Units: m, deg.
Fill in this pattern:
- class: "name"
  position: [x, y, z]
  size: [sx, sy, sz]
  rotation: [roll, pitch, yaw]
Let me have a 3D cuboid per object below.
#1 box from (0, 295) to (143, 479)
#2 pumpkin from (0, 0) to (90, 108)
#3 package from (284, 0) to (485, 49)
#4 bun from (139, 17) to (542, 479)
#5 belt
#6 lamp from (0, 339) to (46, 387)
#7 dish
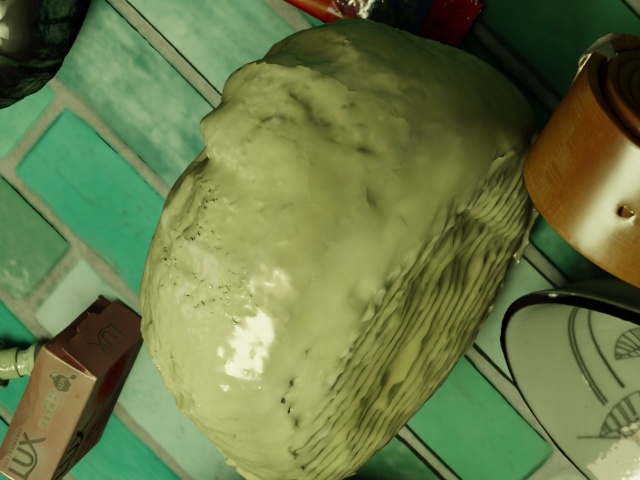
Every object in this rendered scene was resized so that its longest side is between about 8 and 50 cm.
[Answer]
- class: "box"
  position: [-0.216, 0.135, 1.409]
  size: [0.060, 0.111, 0.156]
  rotation: [30, 120, 8]
- class: "pumpkin"
  position: [-0.283, -0.198, 1.286]
  size: [0.202, 0.140, 0.202]
  rotation: [7, 110, 18]
- class: "package"
  position: [0.022, -0.193, 1.228]
  size: [0.200, 0.022, 0.083]
  rotation: [32, 119, 10]
- class: "bun"
  position: [0.000, 0.000, 1.141]
  size: [0.211, 0.360, 0.359]
  rotation: [31, 119, 18]
- class: "belt"
  position: [0.261, -0.041, 1.078]
  size: [0.261, 0.184, 0.105]
  rotation: [13, 127, -25]
- class: "lamp"
  position: [-0.315, 0.114, 1.463]
  size: [0.163, 0.091, 0.091]
  rotation: [-5, 109, 10]
- class: "dish"
  position: [0.281, 0.119, 1.156]
  size: [0.316, 0.106, 0.316]
  rotation: [38, 159, 18]
